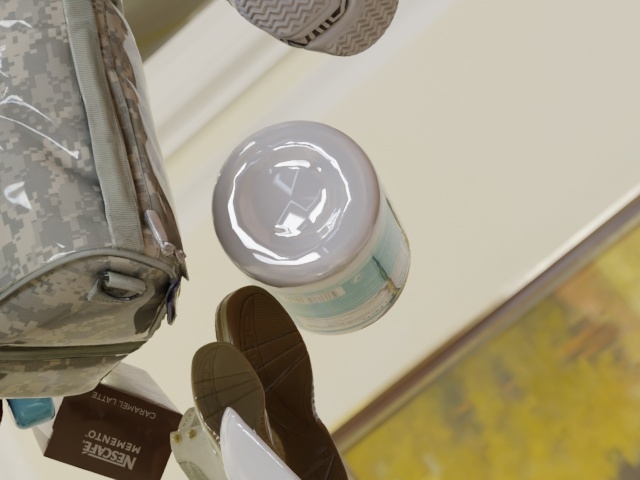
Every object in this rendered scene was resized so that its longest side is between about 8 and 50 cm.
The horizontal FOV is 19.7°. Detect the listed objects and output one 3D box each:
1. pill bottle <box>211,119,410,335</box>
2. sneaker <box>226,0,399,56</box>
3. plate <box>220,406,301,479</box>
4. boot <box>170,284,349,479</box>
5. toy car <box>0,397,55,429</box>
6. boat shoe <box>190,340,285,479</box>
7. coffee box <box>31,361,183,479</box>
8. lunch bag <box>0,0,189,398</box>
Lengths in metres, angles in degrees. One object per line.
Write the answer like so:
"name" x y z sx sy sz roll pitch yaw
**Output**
"pill bottle" 0.000 0.000 1.637 0.146 0.146 0.264 54 179 18
"sneaker" -0.097 -0.296 1.527 0.366 0.137 0.210 33 -173 -32
"plate" 0.035 0.239 1.190 0.278 0.045 0.277 46 174 15
"boot" -0.072 0.143 1.584 0.077 0.165 0.213 -29 -76 -36
"toy car" -0.382 0.103 1.731 0.238 0.219 0.210 110 137 -68
"boat shoe" -0.061 0.151 1.419 0.153 0.056 0.048 63 160 21
"coffee box" -0.259 0.198 2.146 0.141 0.098 0.246 21 -178 -16
"lunch bag" -0.229 -0.042 1.500 0.213 0.256 0.305 3 -120 -32
